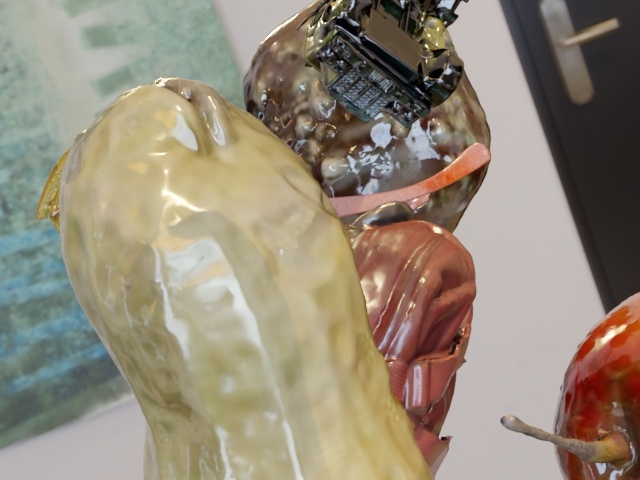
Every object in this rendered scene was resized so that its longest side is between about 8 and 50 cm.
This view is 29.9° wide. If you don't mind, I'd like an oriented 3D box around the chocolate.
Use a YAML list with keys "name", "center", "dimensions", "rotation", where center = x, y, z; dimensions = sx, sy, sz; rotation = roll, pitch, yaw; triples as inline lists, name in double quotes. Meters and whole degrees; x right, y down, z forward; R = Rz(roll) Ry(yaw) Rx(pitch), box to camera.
- name: "chocolate"
  center: [0.071, -0.156, 1.385]
  dimensions: [0.225, 0.340, 0.210]
  rotation: [-8, -24, -49]

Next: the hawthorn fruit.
- name: "hawthorn fruit"
  center: [0.284, 0.147, 0.895]
  dimensions: [0.263, 0.235, 0.231]
  rotation: [-29, 4, 1]

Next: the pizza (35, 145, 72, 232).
- name: "pizza"
  center: [-0.208, -0.046, 1.116]
  dimensions: [0.160, 0.099, 0.036]
  rotation: [-38, -13, 34]

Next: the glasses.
- name: "glasses"
  center: [0.000, 0.000, 1.011]
  dimensions: [0.268, 0.118, 0.234]
  rotation: [-7, -10, -13]

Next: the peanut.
- name: "peanut"
  center: [-0.029, 0.067, 0.538]
  dimensions: [0.130, 0.290, 0.130]
  rotation: [-18, 4, 1]

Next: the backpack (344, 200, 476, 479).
- name: "backpack"
  center: [0.031, 0.086, 0.791]
  dimensions: [0.139, 0.229, 0.229]
  rotation: [28, 28, 12]

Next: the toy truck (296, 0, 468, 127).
- name: "toy truck"
  center: [0.047, -0.198, 1.055]
  dimensions: [0.127, 0.127, 0.257]
  rotation: [-41, 25, 31]
